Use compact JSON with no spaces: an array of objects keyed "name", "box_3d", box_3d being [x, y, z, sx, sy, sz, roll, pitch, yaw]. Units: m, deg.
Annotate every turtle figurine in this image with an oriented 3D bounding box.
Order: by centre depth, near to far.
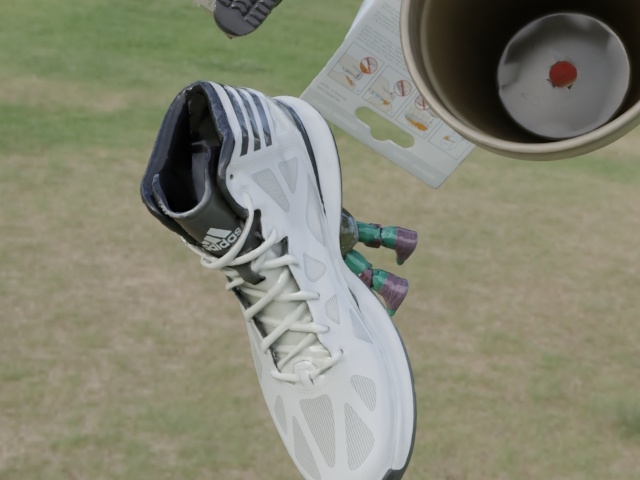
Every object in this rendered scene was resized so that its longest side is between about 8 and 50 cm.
[{"name":"turtle figurine","box_3d":[0.000,0.000,1.512,0.234,0.175,0.118,21,-13,-10]}]

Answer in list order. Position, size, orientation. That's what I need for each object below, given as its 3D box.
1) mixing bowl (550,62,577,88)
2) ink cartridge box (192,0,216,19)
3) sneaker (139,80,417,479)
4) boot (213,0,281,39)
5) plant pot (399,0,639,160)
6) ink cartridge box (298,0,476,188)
[{"name":"mixing bowl","box_3d":[0.450,-0.364,2.195,0.181,0.181,0.098,-6,3,-34]},{"name":"ink cartridge box","box_3d":[-0.186,-0.414,1.734,0.219,0.092,0.160,39,-5,-6]},{"name":"sneaker","box_3d":[-0.065,0.051,1.197,0.169,0.447,0.257,-24,-16,27]},{"name":"boot","box_3d":[-0.049,-0.307,1.366,0.077,0.198,0.137,47,-1,-7]},{"name":"plant pot","box_3d":[0.280,-0.236,1.473,0.323,0.323,0.280,13,-4,18]},{"name":"ink cartridge box","box_3d":[0.193,-0.312,2.020,0.308,0.385,0.091,31,26,-20]}]
